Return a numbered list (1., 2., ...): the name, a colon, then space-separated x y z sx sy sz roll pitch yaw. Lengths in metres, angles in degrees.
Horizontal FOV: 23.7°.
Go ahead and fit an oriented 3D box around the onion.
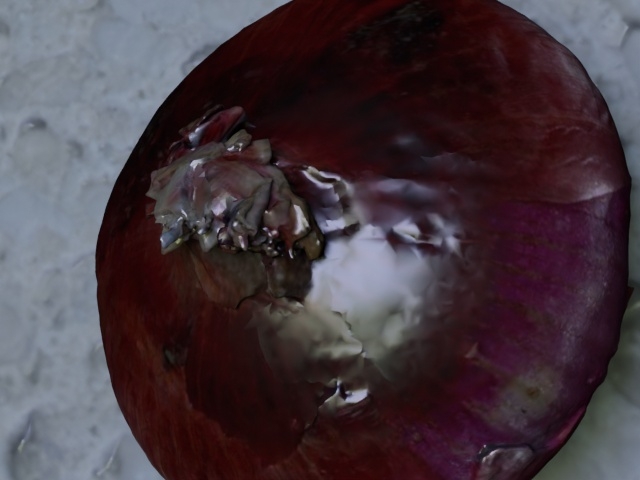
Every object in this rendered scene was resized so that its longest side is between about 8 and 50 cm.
1. onion: 0.000 0.000 0.872 0.348 0.285 0.347 -9 71 28
